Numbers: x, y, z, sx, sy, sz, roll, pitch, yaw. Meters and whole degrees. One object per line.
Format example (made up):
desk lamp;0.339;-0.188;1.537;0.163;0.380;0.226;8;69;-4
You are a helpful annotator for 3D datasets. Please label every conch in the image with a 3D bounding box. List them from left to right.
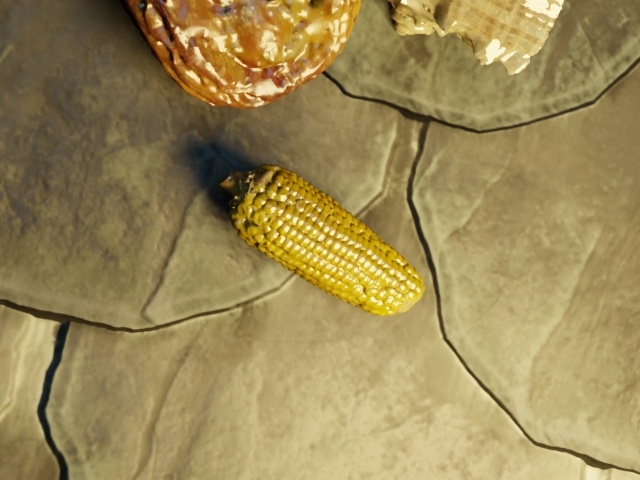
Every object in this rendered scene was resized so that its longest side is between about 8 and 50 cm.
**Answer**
conch;0.150;-0.331;1.608;0.210;0.352;0.297;-10;55;-17

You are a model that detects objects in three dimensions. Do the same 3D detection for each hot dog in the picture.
hot dog;-0.116;-0.335;1.602;0.267;0.174;0.387;-30;94;-14

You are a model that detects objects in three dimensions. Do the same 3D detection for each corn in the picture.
corn;0.000;0.000;1.645;0.261;0.097;0.097;33;74;-17
